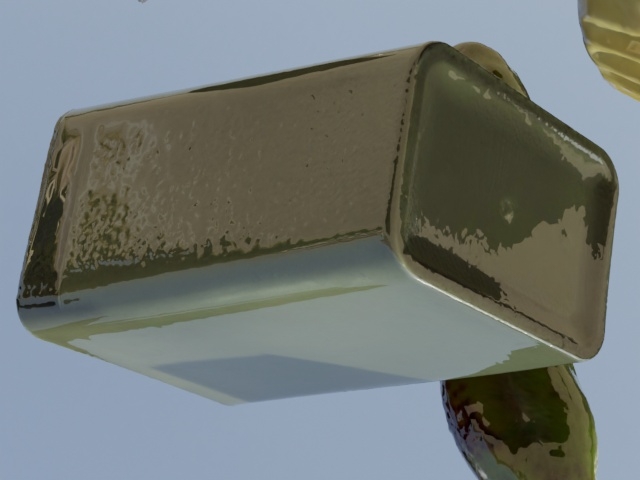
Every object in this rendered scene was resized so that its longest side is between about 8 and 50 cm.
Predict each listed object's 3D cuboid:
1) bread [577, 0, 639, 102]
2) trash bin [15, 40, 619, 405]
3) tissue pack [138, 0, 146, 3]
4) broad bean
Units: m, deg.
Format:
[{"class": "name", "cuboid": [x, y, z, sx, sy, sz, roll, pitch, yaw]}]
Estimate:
[{"class": "bread", "cuboid": [0.237, -0.201, 0.672, 0.183, 0.388, 0.236, 25, -138, 20]}, {"class": "trash bin", "cuboid": [0.000, 0.000, 0.777, 0.164, 0.240, 0.122, 27, -115, -42]}, {"class": "tissue pack", "cuboid": [-0.078, -0.174, 0.812, 0.094, 0.074, 0.059, -42, -111, -9]}, {"class": "broad bean", "cuboid": [0.095, 0.035, 0.866, 0.077, 0.061, 0.339, -8, -113, 1]}]
